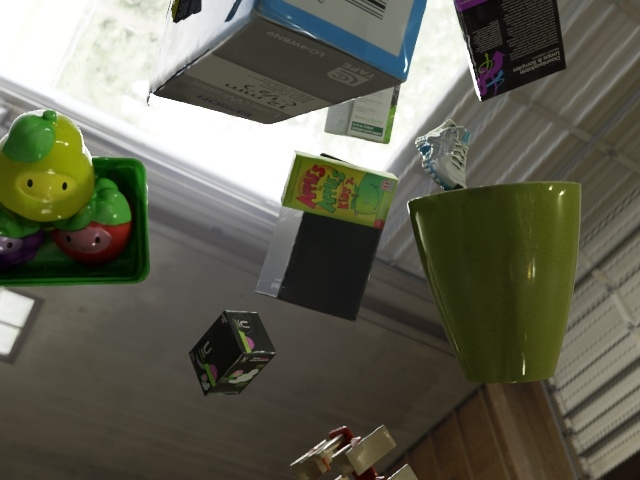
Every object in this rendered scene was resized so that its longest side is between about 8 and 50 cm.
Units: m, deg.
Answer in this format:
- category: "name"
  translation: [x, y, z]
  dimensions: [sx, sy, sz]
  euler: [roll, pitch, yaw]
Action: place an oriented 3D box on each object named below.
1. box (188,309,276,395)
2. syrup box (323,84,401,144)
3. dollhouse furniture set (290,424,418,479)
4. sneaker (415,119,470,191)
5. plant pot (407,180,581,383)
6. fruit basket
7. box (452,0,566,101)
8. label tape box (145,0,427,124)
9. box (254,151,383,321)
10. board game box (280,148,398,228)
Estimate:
- category: "box"
  translation: [-0.102, 0.129, 0.798]
  dimensions: [0.083, 0.052, 0.062]
  euler: [-48, -127, 27]
- category: "syrup box"
  translation: [0.086, -0.300, 1.257]
  dimensions: [0.096, 0.093, 0.237]
  euler: [22, -77, 61]
- category: "dollhouse furniture set"
  translation: [0.097, 0.452, 1.250]
  dimensions: [0.135, 0.259, 0.262]
  euler: [-28, 172, -30]
- category: "sneaker"
  translation: [0.208, -0.141, 1.116]
  dimensions: [0.083, 0.071, 0.191]
  euler: [-43, -151, 22]
- category: "plant pot"
  translation: [0.289, 0.072, 1.117]
  dimensions: [0.274, 0.274, 0.294]
  euler: [168, -81, -64]
- category: "fruit basket"
  translation: [-0.492, -0.060, 1.250]
  dimensions: [0.392, 0.392, 0.283]
  euler: [-19, -107, 62]
- category: "box"
  translation: [0.233, -0.260, 0.857]
  dimensions: [0.116, 0.162, 0.029]
  euler: [-20, -140, 8]
- category: "label tape box"
  translation: [-0.032, -0.231, 0.552]
  dimensions: [0.347, 0.115, 0.249]
  euler: [5, -101, 66]
- category: "box"
  translation: [0.000, 0.000, 1.567]
  dimensions: [0.343, 0.178, 0.313]
  euler: [173, -64, -77]
- category: "board game box"
  translation: [0.031, -0.086, 1.184]
  dimensions: [0.043, 0.181, 0.092]
  euler: [-112, -143, -68]
